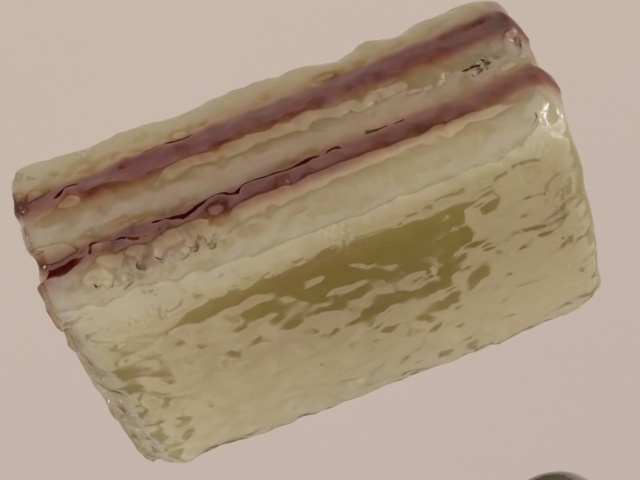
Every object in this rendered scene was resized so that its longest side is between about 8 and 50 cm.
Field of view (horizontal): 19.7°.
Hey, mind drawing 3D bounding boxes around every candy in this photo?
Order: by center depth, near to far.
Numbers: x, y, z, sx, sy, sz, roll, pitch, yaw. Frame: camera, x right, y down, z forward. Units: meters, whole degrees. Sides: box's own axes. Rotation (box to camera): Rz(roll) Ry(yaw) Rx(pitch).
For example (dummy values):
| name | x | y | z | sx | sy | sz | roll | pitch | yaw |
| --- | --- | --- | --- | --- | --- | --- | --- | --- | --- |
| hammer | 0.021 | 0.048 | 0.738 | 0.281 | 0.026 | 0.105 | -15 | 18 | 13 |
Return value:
| name | x | y | z | sx | sy | sz | roll | pitch | yaw |
| --- | --- | --- | --- | --- | --- | --- | --- | --- | --- |
| candy | 0.000 | 0.000 | 1.085 | 0.320 | 0.135 | 0.179 | -19 | -36 | -3 |

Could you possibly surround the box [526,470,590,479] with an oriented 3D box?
| name | x | y | z | sx | sy | sz | roll | pitch | yaw |
| --- | --- | --- | --- | --- | --- | --- | --- | --- | --- |
| box | 0.104 | 0.235 | 1.028 | 0.227 | 0.162 | 0.130 | -28 | -64 | -20 |
